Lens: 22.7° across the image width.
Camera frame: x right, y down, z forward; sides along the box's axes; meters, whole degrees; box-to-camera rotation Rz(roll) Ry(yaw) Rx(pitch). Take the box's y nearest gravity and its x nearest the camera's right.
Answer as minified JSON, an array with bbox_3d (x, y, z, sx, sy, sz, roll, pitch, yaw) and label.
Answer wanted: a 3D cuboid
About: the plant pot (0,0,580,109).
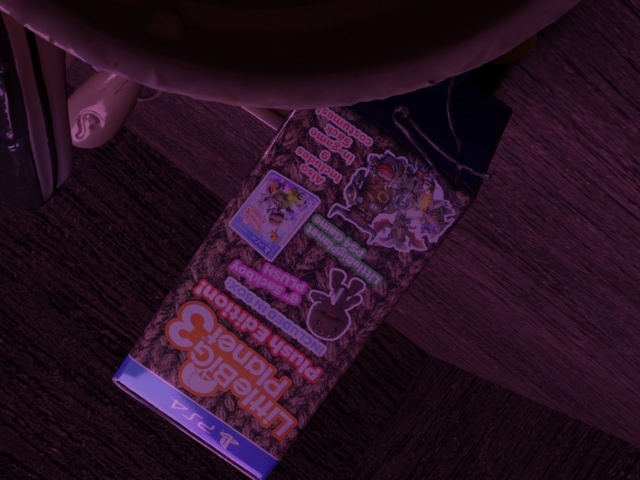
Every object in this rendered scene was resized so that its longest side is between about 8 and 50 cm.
[{"bbox_3d":[-0.036,-0.241,0.682,0.334,0.333,0.305,36,-177,-17],"label":"plant pot"}]

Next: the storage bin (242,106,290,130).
[{"bbox_3d":[0.019,-0.148,1.467,0.262,0.123,0.260,34,-172,-1],"label":"storage bin"}]

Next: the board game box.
[{"bbox_3d":[0.000,0.000,1.246,0.141,0.291,0.232,35,-156,-1],"label":"board game box"}]

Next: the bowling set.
[{"bbox_3d":[-0.265,-0.244,1.491,0.287,0.154,0.200,32,-146,-20],"label":"bowling set"}]

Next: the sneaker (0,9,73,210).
[{"bbox_3d":[-0.174,-0.244,1.125,0.169,0.257,0.447,33,141,39],"label":"sneaker"}]

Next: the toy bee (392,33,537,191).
[{"bbox_3d":[0.105,-0.173,1.136,0.195,0.162,0.298,30,-156,-55],"label":"toy bee"}]
